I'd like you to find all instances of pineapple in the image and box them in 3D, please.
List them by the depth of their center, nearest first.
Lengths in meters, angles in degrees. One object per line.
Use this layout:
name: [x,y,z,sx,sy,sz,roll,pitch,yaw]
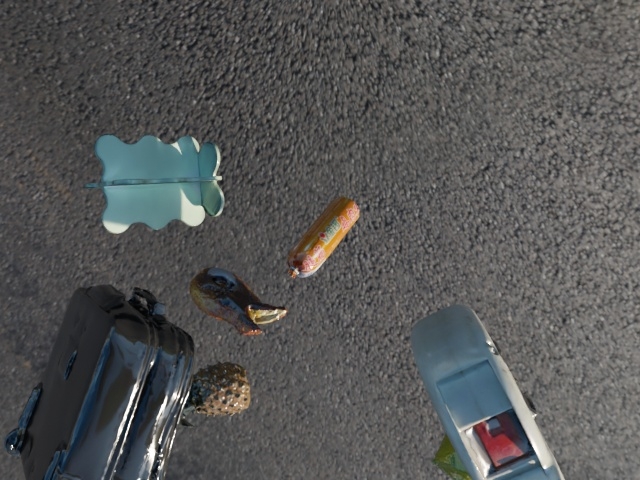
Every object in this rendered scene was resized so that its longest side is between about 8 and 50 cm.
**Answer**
pineapple: [-0.377,0.441,1.682,0.364,0.165,0.165,-13,121,-25]

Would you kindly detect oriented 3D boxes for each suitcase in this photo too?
suitcase: [-0.339,0.238,0.958,0.188,0.345,0.339,20,85,-29]

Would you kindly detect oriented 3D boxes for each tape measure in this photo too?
tape measure: [0.235,0.234,0.889,0.130,0.258,0.265,-25,111,9]

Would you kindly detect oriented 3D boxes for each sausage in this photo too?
sausage: [0.000,0.000,1.300,0.071,0.234,0.071,22,139,20]

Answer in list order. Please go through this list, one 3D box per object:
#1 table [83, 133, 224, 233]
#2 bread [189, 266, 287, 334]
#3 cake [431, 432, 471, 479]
table: [-0.291,-0.101,1.072,0.198,0.166,0.166,-8,127,-43]
bread: [-0.219,0.153,1.518,0.269,0.139,0.095,33,133,26]
cake: [0.435,0.630,1.747,0.179,0.156,0.260,-6,137,50]
